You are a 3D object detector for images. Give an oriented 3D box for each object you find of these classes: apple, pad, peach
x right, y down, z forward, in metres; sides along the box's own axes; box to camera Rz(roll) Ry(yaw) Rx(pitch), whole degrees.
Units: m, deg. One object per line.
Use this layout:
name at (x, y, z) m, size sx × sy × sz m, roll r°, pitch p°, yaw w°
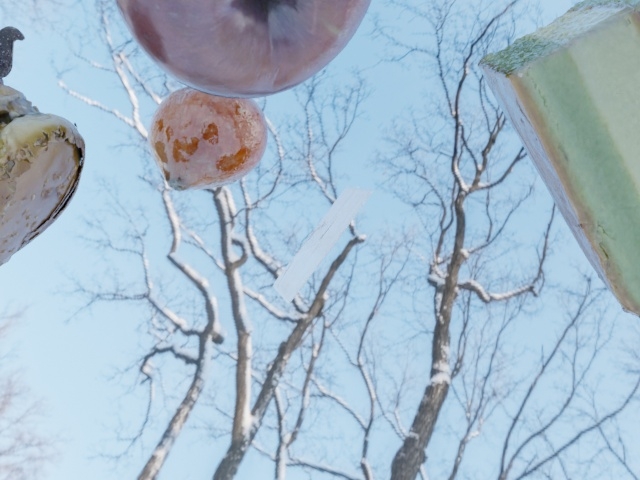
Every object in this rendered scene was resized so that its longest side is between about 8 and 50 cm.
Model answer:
apple at (-0.082, -0.307, 0.711) m, size 0.306 × 0.235 × 0.305 m, roll -17°, pitch -36°, yaw -13°
pad at (0.000, 0.000, 1.157) m, size 0.004 × 0.156 × 0.232 m, roll 37°, pitch -92°, yaw -15°
peach at (-0.213, -0.176, 1.242) m, size 0.233 × 0.232 × 0.232 m, roll 9°, pitch -60°, yaw 16°

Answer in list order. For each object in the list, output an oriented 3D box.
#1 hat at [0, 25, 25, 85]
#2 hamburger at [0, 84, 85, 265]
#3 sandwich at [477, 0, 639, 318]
hat at (-0.508, -0.247, 0.987) m, size 0.129 × 0.140 × 0.227 m, roll -20°, pitch -71°, yaw 28°
hamburger at (-0.401, -0.078, 0.748) m, size 0.211 × 0.245 × 0.260 m, roll 32°, pitch -17°, yaw 0°
sandwich at (0.199, -0.064, 0.441) m, size 0.117 × 0.144 × 0.187 m, roll -28°, pitch -83°, yaw 15°
